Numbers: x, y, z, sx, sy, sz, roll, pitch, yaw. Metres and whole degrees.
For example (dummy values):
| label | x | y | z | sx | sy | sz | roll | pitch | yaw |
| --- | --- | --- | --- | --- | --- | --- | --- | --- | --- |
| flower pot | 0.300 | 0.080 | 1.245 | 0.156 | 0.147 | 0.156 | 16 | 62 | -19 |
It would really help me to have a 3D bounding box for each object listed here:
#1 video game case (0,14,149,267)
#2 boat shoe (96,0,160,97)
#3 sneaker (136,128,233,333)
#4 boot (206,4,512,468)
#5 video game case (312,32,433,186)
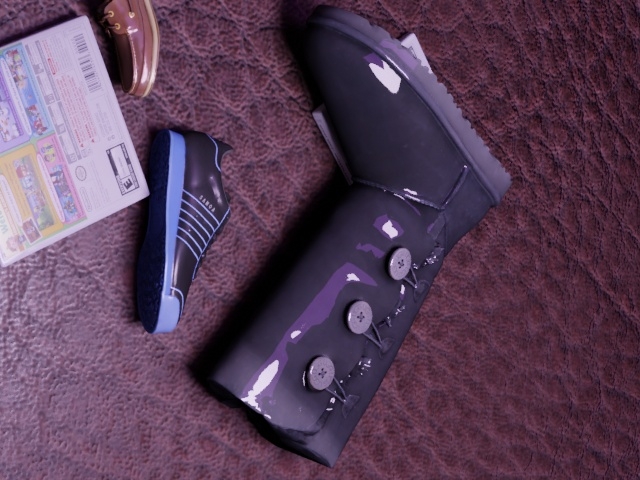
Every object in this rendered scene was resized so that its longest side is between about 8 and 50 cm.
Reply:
| label | x | y | z | sx | sy | sz | roll | pitch | yaw |
| --- | --- | --- | --- | --- | --- | --- | --- | --- | --- |
| video game case | -0.296 | -0.107 | 1.330 | 0.193 | 0.023 | 0.212 | -30 | 113 | -32 |
| boat shoe | -0.214 | -0.243 | 1.358 | 0.060 | 0.064 | 0.178 | -5 | 91 | -32 |
| sneaker | -0.148 | -0.008 | 1.418 | 0.090 | 0.081 | 0.232 | 7 | 89 | -31 |
| boot | 0.002 | 0.001 | 1.495 | 0.367 | 0.146 | 0.445 | 43 | 78 | -29 |
| video game case | 0.092 | -0.146 | 1.629 | 0.190 | 0.022 | 0.173 | -43 | 118 | -28 |
